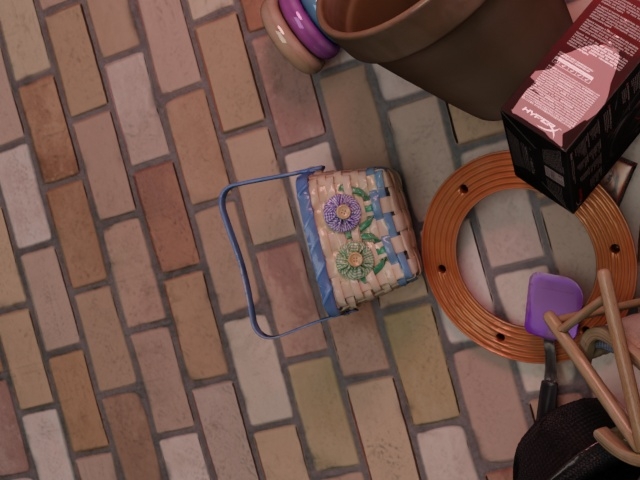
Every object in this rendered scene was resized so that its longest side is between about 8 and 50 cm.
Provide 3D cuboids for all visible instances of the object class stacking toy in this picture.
[{"bbox_3d":[0.070,-0.403,1.778,0.330,0.141,0.141,-35,81,21],"label":"stacking toy"}]

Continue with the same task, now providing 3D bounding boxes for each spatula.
[{"bbox_3d":[0.343,0.194,1.737,0.084,0.030,0.296,10,113,26],"label":"spatula"}]

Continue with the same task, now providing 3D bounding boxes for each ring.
[{"bbox_3d":[0.308,0.025,1.732,0.336,0.032,0.336,11,113,26],"label":"ring"}]

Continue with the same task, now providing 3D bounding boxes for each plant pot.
[{"bbox_3d":[0.202,-0.320,1.608,0.323,0.323,0.280,-32,126,25],"label":"plant pot"}]

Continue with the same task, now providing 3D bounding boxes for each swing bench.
[{"bbox_3d":[0.476,0.159,1.526,0.165,0.253,0.254,-54,51,57],"label":"swing bench"}]

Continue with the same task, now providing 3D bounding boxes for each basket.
[{"bbox_3d":[0.000,0.000,1.815,0.289,0.201,0.255,-17,90,17],"label":"basket"}]

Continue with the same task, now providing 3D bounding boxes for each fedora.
[{"bbox_3d":[0.379,0.345,1.683,0.334,0.334,0.152,-51,41,22],"label":"fedora"}]

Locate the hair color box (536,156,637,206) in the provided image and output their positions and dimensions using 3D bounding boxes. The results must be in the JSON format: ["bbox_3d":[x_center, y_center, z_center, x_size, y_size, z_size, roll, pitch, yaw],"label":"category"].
[{"bbox_3d":[0.368,-0.102,1.708,0.167,0.053,0.093,25,107,19],"label":"hair color box"}]

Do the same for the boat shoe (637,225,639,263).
[{"bbox_3d":[0.516,-0.090,1.612,0.096,0.098,0.277,17,99,5],"label":"boat shoe"}]

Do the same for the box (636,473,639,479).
[{"bbox_3d":[0.523,0.464,1.383,0.395,0.293,0.212,22,106,22],"label":"box"}]

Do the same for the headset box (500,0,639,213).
[{"bbox_3d":[0.381,-0.209,1.550,0.110,0.218,0.293,38,84,24],"label":"headset box"}]
